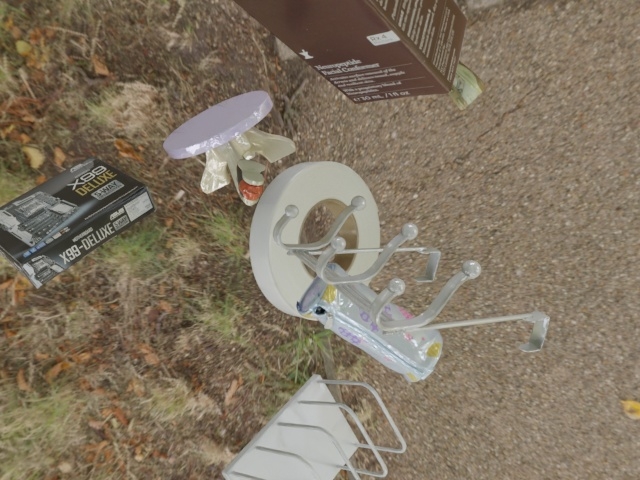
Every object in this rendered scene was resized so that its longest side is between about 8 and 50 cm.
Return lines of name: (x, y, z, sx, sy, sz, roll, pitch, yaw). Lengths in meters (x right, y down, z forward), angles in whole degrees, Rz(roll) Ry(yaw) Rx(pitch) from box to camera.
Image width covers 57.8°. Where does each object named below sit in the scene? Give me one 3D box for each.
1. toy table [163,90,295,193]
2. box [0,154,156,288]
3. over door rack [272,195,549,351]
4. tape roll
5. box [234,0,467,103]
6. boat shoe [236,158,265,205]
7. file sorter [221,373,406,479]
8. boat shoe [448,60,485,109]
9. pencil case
toy table: (-0.210, -0.224, 1.376, 0.274, 0.252, 0.161, -16, 128, 21)
box: (-0.565, -0.055, 1.295, 0.242, 0.076, 0.307, 28, 54, 35)
over door rack: (0.130, 0.035, 0.768, 0.324, 0.239, 0.108, 13, 106, -39)
tape roll: (0.000, 0.000, 1.420, 0.392, 0.072, 0.391, -5, 97, -43)
box: (0.032, -0.343, 0.806, 0.191, 0.381, 0.143, 5, 74, 41)
boat shoe: (-0.116, -0.100, 0.957, 0.049, 0.137, 0.043, 8, 113, -13)
file sorter: (0.001, 0.419, 1.096, 0.278, 0.173, 0.192, -40, 107, -38)
boat shoe: (0.307, -0.458, 1.540, 0.089, 0.105, 0.285, -49, 58, 13)
pencil case: (0.093, 0.152, 1.064, 0.273, 0.124, 0.113, 33, 98, -15)
